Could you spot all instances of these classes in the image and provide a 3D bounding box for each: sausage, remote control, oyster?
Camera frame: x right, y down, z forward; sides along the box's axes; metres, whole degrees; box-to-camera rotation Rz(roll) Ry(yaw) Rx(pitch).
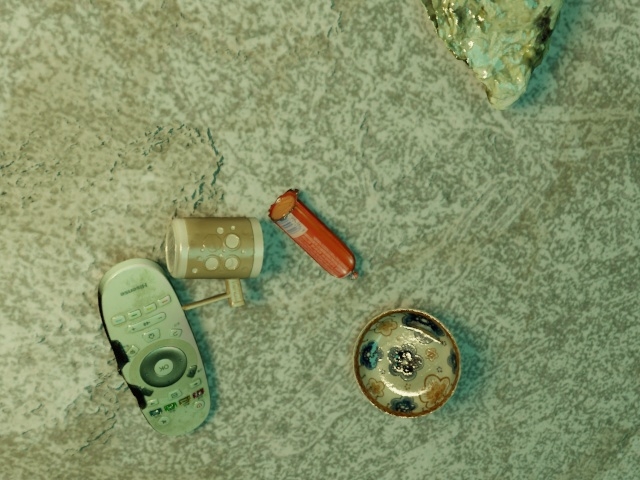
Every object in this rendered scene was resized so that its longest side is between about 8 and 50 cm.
[{"bbox_3d":[0.000,0.000,1.127,0.145,0.048,0.050,43,52,-30],"label":"sausage"},{"bbox_3d":[-0.194,0.128,1.098,0.097,0.045,0.256,-20,120,-14],"label":"remote control"},{"bbox_3d":[0.204,-0.297,1.052,0.198,0.112,0.268,-41,123,-2],"label":"oyster"}]

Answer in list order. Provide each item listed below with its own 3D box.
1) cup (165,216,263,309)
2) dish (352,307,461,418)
[{"bbox_3d":[-0.125,0.021,1.069,0.099,0.074,0.102,0,124,-20],"label":"cup"},{"bbox_3d":[0.118,0.155,1.223,0.141,0.078,0.141,0,91,16],"label":"dish"}]
